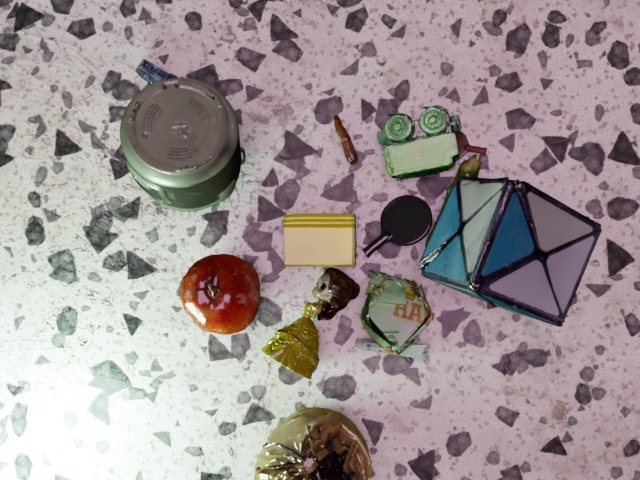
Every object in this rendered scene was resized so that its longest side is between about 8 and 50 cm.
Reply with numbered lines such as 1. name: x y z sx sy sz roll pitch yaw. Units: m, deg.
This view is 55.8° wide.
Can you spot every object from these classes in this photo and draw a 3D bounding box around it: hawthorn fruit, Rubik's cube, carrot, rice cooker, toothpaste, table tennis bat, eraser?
1. hawthorn fruit: -0.287 0.149 1.704 0.242 0.272 0.242 0 84 -1
2. Rubik's cube: 0.485 0.024 1.595 0.310 0.307 0.305 25 89 -19
3. carrot: 0.074 -0.305 1.818 0.035 0.035 0.165 -20 84 3
4. rice cooker: -0.387 -0.257 1.703 0.335 0.325 0.335 1 76 -6
5. toothpaste: 0.208 0.313 1.760 0.218 0.033 0.052 5 107 17
6. table tennis bat: 0.412 -0.277 1.786 0.154 0.019 0.098 14 86 18
7. table tennis bat: 0.222 -0.035 1.788 0.236 0.027 0.150 -40 71 6
8. eraser: 0.000 0.000 1.791 0.226 0.069 0.158 0 86 4

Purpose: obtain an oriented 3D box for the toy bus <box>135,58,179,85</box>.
1. toy bus: -0.486 -0.492 1.859 0.166 0.047 0.065 31 86 5

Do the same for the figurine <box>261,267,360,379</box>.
1. figurine: -0.022 0.220 1.744 0.168 0.187 0.315 29 82 7

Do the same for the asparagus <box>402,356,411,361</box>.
1. asparagus: 0.199 0.256 1.786 0.034 0.027 0.236 -30 85 -3

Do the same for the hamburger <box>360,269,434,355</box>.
1. hamburger: 0.202 0.189 1.727 0.235 0.125 0.214 42 63 4

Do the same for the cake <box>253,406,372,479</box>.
1. cake: -0.019 0.633 1.641 0.332 0.321 0.332 0 86 5

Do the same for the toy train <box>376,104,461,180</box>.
1. toy train: 0.290 -0.280 1.748 0.243 0.132 0.188 -11 89 14

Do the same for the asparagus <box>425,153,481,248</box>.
1. asparagus: 0.392 -0.098 1.764 0.082 0.085 0.343 23 92 29
